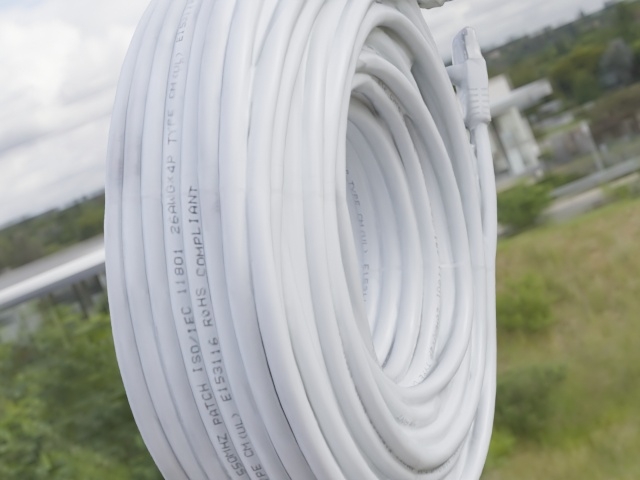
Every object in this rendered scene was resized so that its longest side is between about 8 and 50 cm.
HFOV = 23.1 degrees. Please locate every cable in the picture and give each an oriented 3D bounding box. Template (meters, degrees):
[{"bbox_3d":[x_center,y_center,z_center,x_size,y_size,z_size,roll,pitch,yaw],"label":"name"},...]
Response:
[{"bbox_3d":[0.000,0.000,0.635,0.089,0.257,0.257,-7,-8,23],"label":"cable"}]
